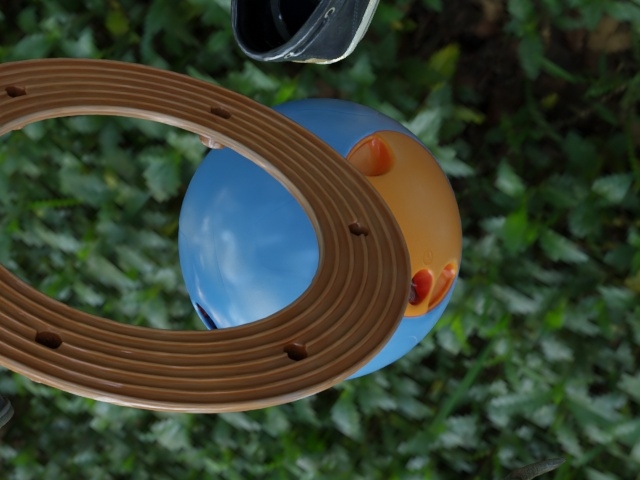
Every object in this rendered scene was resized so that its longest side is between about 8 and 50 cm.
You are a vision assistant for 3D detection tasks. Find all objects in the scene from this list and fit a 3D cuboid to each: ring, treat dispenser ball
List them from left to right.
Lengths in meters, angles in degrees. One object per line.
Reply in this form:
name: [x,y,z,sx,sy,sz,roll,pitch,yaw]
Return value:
ring: [-0.108,-0.009,0.918,0.336,0.336,0.032,27,126,12]
treat dispenser ball: [0.000,0.000,1.534,0.288,0.288,0.288,22,142,19]

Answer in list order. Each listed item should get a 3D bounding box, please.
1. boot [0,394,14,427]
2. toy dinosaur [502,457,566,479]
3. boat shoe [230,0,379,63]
boot: [-0.391,0.085,1.400,0.189,0.076,0.208,3,121,31]
toy dinosaur: [0.098,0.242,1.054,0.121,0.313,0.160,42,146,31]
boat shoe: [0.015,-0.401,1.643,0.187,0.156,0.500,38,130,24]
